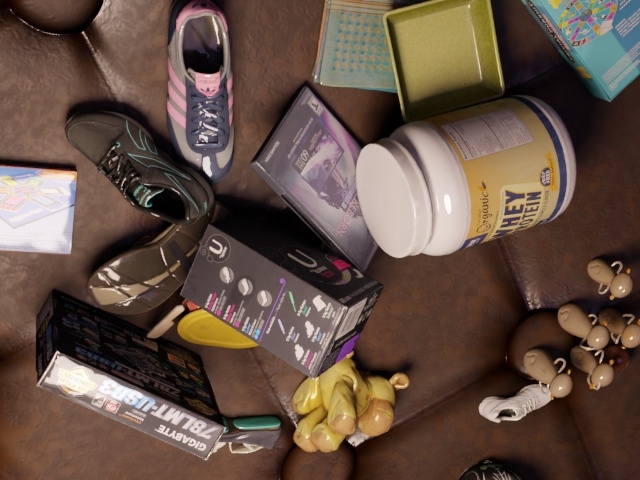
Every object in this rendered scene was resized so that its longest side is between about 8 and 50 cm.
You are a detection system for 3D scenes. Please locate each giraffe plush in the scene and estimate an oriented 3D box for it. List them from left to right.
[{"bbox_3d":[0.065,0.294,1.885,0.170,0.181,0.210,22,66,-30],"label":"giraffe plush"}]

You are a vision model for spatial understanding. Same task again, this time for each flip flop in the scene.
[{"bbox_3d":[-0.268,0.024,1.743,0.277,0.080,0.112,-39,116,-17],"label":"flip flop"}]

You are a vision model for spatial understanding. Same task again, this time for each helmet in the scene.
[{"bbox_3d":[0.344,0.526,2.009,0.169,0.161,0.169,-4,108,-13],"label":"helmet"}]

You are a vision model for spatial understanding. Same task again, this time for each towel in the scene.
[{"bbox_3d":[0.143,-0.430,1.728,0.271,0.040,0.370,5,103,-17],"label":"towel"}]

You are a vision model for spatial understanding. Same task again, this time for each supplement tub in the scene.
[{"bbox_3d":[0.240,-0.104,1.725,0.316,0.228,0.228,-17,111,-22],"label":"supplement tub"}]

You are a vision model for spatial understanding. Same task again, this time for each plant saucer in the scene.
[{"bbox_3d":[0.202,-0.313,1.731,0.188,0.045,0.188,-17,109,-10],"label":"plant saucer"}]

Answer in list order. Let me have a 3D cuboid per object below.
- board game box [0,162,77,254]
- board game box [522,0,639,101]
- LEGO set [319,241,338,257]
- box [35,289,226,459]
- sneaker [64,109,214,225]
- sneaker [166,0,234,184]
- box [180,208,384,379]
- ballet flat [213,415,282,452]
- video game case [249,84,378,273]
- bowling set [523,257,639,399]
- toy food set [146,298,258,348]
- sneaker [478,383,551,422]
[{"bbox_3d":[-0.542,-0.056,1.666,0.281,0.027,0.145,4,107,-16],"label":"board game box"},{"bbox_3d":[0.489,-0.453,1.789,0.254,0.079,0.336,-43,112,1],"label":"board game box"},{"bbox_3d":[0.000,0.000,1.784,0.132,0.107,0.287,8,105,-17],"label":"LEGO set"},{"bbox_3d":[-0.312,0.209,1.666,0.295,0.293,0.073,28,99,-21],"label":"box"},{"bbox_3d":[-0.292,-0.116,1.646,0.267,0.106,0.101,31,118,-7],"label":"sneaker"},{"bbox_3d":[-0.191,-0.232,1.648,0.112,0.131,0.319,-10,109,-12],"label":"sneaker"},{"bbox_3d":[-0.062,0.080,1.686,0.270,0.165,0.143,30,111,16],"label":"box"},{"bbox_3d":[-0.169,0.353,1.871,0.203,0.074,0.074,7,105,-19],"label":"ballet flat"},{"bbox_3d":[0.018,-0.101,1.741,0.274,0.026,0.196,45,52,-22],"label":"video game case"},{"bbox_3d":[0.548,0.194,1.965,0.200,0.154,0.287,28,98,-21],"label":"bowling set"},{"bbox_3d":[-0.179,0.124,1.785,0.217,0.071,0.128,10,143,-26],"label":"toy food set"},{"bbox_3d":[0.390,0.325,2.015,0.152,0.061,0.054,-15,108,-11],"label":"sneaker"}]
